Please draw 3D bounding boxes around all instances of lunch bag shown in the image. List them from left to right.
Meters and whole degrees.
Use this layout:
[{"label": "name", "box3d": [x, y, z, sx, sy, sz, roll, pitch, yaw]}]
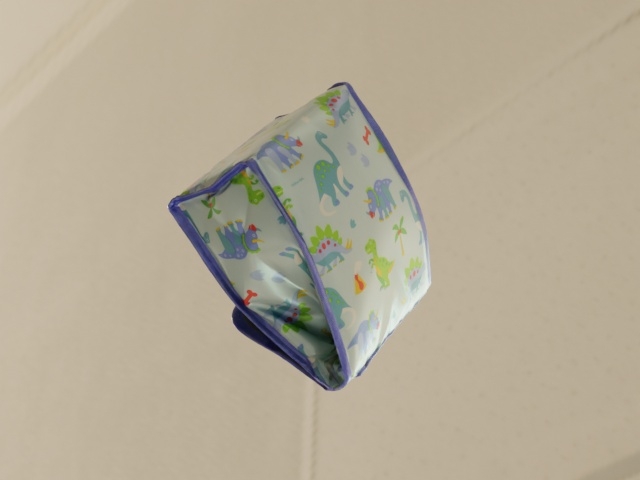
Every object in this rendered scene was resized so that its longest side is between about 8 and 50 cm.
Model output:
[{"label": "lunch bag", "box3d": [0.000, 0.000, 0.857, 0.096, 0.151, 0.129, -26, -167, 42]}]
